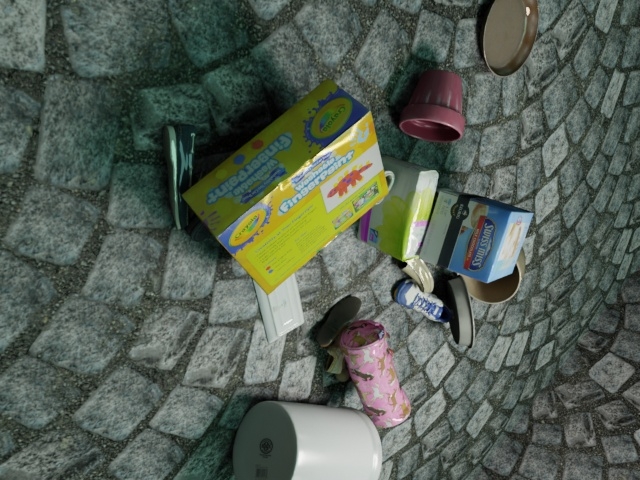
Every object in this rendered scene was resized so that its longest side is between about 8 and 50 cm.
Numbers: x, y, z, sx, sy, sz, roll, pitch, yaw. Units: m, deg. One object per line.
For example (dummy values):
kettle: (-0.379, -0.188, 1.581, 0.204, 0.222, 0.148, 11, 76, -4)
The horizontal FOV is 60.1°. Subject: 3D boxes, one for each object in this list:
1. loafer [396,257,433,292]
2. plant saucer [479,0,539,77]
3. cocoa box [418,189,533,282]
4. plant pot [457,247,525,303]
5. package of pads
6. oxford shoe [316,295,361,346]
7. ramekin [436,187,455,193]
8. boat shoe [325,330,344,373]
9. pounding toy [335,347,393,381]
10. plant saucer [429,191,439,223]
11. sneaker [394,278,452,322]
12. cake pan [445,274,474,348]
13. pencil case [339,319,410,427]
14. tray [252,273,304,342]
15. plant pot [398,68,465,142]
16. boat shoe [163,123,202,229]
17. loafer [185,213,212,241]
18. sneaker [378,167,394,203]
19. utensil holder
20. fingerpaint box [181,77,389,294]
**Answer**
loafer: (0.327, 0.088, 1.998, 0.092, 0.102, 0.268, -29, 113, -3)
plant saucer: (0.649, -0.729, 1.921, 0.311, 0.050, 0.310, -18, 120, -34)
cocoa box: (0.507, -0.019, 1.766, 0.347, 0.228, 0.231, -4, 113, -59)
plant pot: (0.733, 0.094, 2.272, 0.274, 0.257, 0.256, -24, 126, -51)
package of pads: (0.239, -0.103, 1.738, 0.101, 0.229, 0.296, -8, 114, -38)
oxford shoe: (0.060, 0.276, 1.890, 0.212, 0.076, 0.076, -46, 162, -18)
ramekin: (0.460, -0.050, 2.023, 0.273, 0.127, 0.272, -17, 119, -34)
boat shoe: (0.052, 0.388, 1.927, 0.059, 0.063, 0.169, 4, 103, -17)
pounding toy: (0.179, 0.437, 2.024, 0.237, 0.110, 0.182, -3, 112, -40)
plant saucer: (0.334, -0.089, 1.880, 0.199, 0.036, 0.198, 0, 99, -1)
sneaker: (0.403, 0.234, 2.108, 0.297, 0.131, 0.111, 24, 95, -43)
cake pan: (0.545, 0.282, 2.179, 0.054, 0.293, 0.293, -8, 121, 3)
pencil case: (0.193, 0.463, 1.907, 0.167, 0.160, 0.385, -14, 114, 11)
tray: (-0.119, 0.189, 1.707, 0.145, 0.030, 0.270, -28, 126, -27)
plant pot: (0.361, -0.425, 1.731, 0.201, 0.201, 0.180, 19, 82, -44)
boat shoe: (-0.327, -0.151, 1.327, 0.079, 0.095, 0.254, -9, 107, -26)
loafer: (-0.242, -0.127, 1.428, 0.302, 0.095, 0.109, -46, 163, -9)
sneaker: (0.081, -0.149, 1.624, 0.293, 0.169, 0.108, -34, 130, -23)
utensil holder: (-0.044, 0.694, 1.812, 0.386, 0.328, 0.327, 24, 93, -42)
fingerpaint box: (-0.063, -0.119, 1.386, 0.445, 0.163, 0.371, -41, 152, -6)
